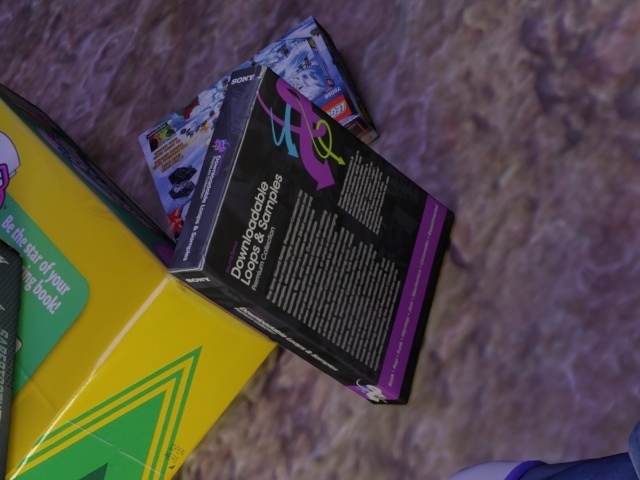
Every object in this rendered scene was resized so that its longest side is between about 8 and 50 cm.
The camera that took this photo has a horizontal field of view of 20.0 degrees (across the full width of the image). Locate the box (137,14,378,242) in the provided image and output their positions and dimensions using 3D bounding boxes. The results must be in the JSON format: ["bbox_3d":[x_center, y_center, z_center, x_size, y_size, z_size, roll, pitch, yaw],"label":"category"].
[{"bbox_3d":[-0.040,-0.063,1.099,0.137,0.027,0.094,-33,49,13],"label":"box"}]

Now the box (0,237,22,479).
[{"bbox_3d":[-0.256,0.119,1.006,0.183,0.059,0.233,-26,48,27],"label":"box"}]

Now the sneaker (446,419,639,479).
[{"bbox_3d":[0.122,0.208,0.645,0.236,0.130,0.323,-2,44,32],"label":"sneaker"}]

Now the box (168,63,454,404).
[{"bbox_3d":[0.000,0.000,0.927,0.029,0.162,0.116,-6,58,42],"label":"box"}]

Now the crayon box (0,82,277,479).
[{"bbox_3d":[-0.234,0.084,1.138,0.313,0.106,0.363,-50,40,1],"label":"crayon box"}]
